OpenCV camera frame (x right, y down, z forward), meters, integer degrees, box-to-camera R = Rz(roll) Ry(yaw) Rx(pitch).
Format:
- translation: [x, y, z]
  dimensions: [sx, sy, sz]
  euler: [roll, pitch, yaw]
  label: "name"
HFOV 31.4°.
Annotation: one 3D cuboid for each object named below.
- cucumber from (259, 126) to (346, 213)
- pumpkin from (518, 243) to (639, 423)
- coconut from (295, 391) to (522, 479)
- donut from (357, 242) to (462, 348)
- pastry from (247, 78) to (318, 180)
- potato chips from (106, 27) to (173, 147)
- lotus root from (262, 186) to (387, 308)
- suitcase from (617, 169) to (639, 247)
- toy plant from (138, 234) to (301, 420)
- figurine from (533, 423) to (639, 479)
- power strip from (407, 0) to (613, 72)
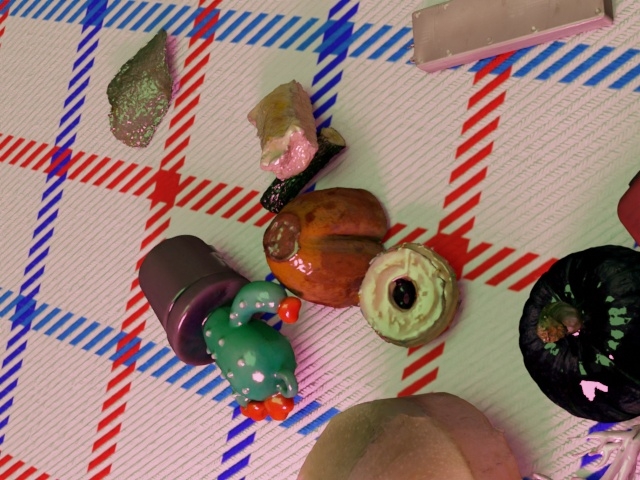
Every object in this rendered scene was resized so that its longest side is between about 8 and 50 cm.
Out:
- translation: [-0.036, -0.124, 2.023]
  dimensions: [0.187, 0.058, 0.058]
  euler: [-46, 59, 21]
  label: "cucumber"
- translation: [0.374, 0.122, 1.562]
  dimensions: [0.248, 0.248, 0.247]
  euler: [-7, 78, 36]
  label: "pumpkin"
- translation: [0.124, 0.390, 1.645]
  dimensions: [0.353, 0.353, 0.352]
  euler: [-7, 78, 36]
  label: "coconut"
- translation: [0.147, 0.088, 1.840]
  dimensions: [0.175, 0.068, 0.174]
  euler: [-5, 81, 29]
  label: "donut"
- translation: [-0.059, -0.193, 1.973]
  dimensions: [0.121, 0.089, 0.258]
  euler: [-53, 25, 18]
  label: "pastry"
- translation: [-0.357, -0.306, 2.295]
  dimensions: [0.167, 0.059, 0.228]
  euler: [-10, 76, 25]
  label: "potato chips"
- translation: [0.000, 0.001, 1.904]
  dimensions: [0.199, 0.180, 0.188]
  euler: [-49, 55, 20]
  label: "lotus root"
- translation: [0.553, -0.062, 1.469]
  dimensions: [0.297, 0.161, 0.236]
  euler: [-56, 51, 36]
  label: "suitcase"
- translation: [-0.163, 0.147, 1.989]
  dimensions: [0.400, 0.185, 0.279]
  euler: [45, 113, 39]
  label: "toy plant"
- translation: [0.454, 0.355, 1.499]
  dimensions: [0.284, 0.206, 0.315]
  euler: [-40, 56, 13]
  label: "figurine"
- translation: [0.294, -0.357, 1.825]
  dimensions: [0.367, 0.043, 0.106]
  euler: [-10, 76, 35]
  label: "power strip"
